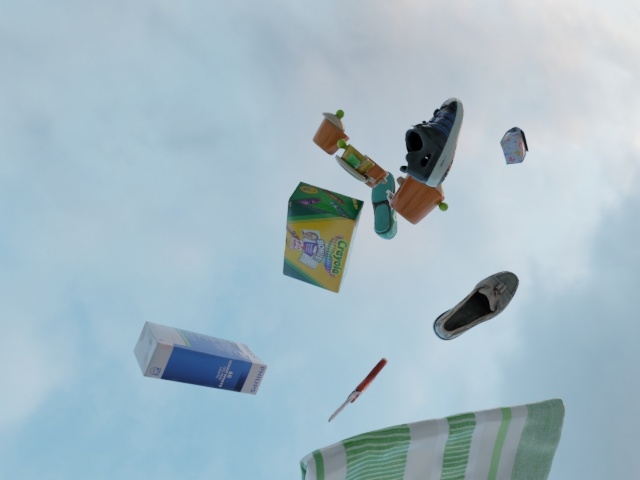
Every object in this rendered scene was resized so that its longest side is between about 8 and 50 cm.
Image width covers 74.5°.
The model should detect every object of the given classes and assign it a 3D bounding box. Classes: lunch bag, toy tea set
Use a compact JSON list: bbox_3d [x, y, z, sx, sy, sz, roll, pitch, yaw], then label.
[{"bbox_3d":[0.509,-0.250,1.099,0.083,0.053,0.071,-50,-57,-37],"label":"lunch bag"},{"bbox_3d":[0.137,-0.171,0.920,0.336,0.124,0.200,37,-167,-12],"label":"toy tea set"}]

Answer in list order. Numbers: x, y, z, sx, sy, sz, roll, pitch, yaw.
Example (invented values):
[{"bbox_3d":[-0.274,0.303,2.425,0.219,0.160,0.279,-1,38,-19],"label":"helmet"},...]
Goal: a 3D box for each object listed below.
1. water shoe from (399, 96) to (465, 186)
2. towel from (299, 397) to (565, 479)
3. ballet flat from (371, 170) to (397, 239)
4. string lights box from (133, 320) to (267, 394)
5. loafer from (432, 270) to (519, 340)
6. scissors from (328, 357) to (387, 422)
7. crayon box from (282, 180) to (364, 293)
[{"bbox_3d":[0.184,-0.179,0.696,0.080,0.073,0.203,21,-127,0],"label":"water shoe"},{"bbox_3d":[0.136,0.321,0.517,0.324,0.248,0.038,-4,-159,-12],"label":"towel"},{"bbox_3d":[0.211,-0.107,1.365,0.083,0.087,0.247,-9,-123,25],"label":"ballet flat"},{"bbox_3d":[-0.264,0.263,0.940,0.259,0.133,0.077,24,-93,-33],"label":"string lights box"},{"bbox_3d":[0.194,0.080,0.513,0.125,0.039,0.045,-35,-106,-4],"label":"loafer"},{"bbox_3d":[0.063,0.318,0.841,0.021,0.109,0.297,41,-156,16],"label":"scissors"},{"bbox_3d":[0.000,0.000,1.071,0.165,0.278,0.081,18,-134,9],"label":"crayon box"}]
